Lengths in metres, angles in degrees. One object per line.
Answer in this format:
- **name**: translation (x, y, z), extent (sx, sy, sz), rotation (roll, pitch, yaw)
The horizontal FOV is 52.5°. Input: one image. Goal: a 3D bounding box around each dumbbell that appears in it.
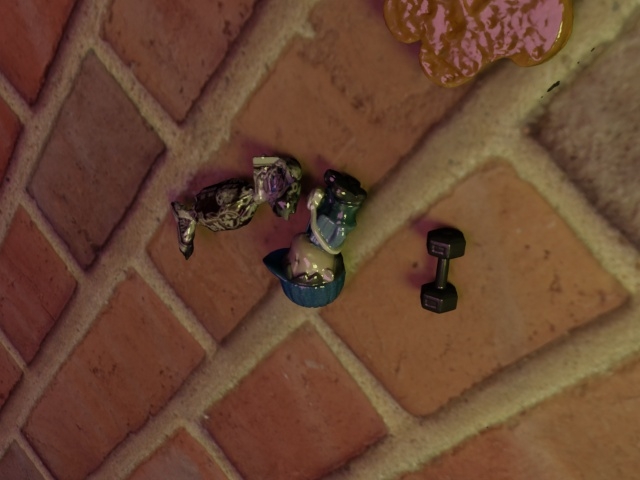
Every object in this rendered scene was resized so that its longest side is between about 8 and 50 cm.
- **dumbbell**: translation (0.119, 0.029, 0.635), extent (0.036, 0.040, 0.083), rotation (40, 133, 54)

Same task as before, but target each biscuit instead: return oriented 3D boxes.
- **biscuit**: translation (0.165, -0.244, 0.487), extent (0.202, 0.044, 0.289), rotation (48, 130, 10)

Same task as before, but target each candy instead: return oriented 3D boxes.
- **candy**: translation (-0.105, -0.037, 0.740), extent (0.226, 0.051, 0.094), rotation (-14, 61, 42)

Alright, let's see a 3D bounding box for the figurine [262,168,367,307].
- **figurine**: translation (0.000, 0.000, 0.690), extent (0.149, 0.087, 0.086), rotation (-63, 33, 22)
